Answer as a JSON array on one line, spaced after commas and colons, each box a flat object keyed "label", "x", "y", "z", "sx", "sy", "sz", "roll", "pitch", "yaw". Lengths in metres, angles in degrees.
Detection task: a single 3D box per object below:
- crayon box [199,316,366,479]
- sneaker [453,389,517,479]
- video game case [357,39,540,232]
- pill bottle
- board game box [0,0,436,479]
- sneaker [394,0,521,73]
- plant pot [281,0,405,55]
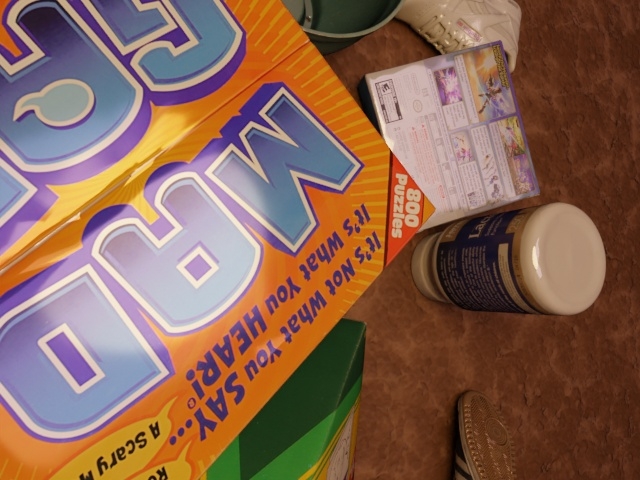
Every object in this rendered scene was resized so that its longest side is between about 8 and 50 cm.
[{"label": "crayon box", "x": -0.045, "y": 0.305, "z": 0.466, "sx": 0.313, "sy": 0.106, "sz": 0.362, "roll": -60, "pitch": 155, "yaw": -56}, {"label": "sneaker", "x": 0.253, "y": 0.409, "z": 0.792, "sx": 0.099, "sy": 0.153, "sz": 0.282, "roll": 12, "pitch": 50, "yaw": -22}, {"label": "video game case", "x": 0.217, "y": -0.171, "z": 0.802, "sx": 0.245, "sy": 0.061, "sz": 0.269, "roll": -17, "pitch": 95, "yaw": -8}, {"label": "pill bottle", "x": 0.270, "y": 0.035, "z": 0.733, "sx": 0.153, "sy": 0.265, "sz": 0.153, "roll": 3, "pitch": 83, "yaw": -27}, {"label": "board game box", "x": -0.198, "y": -0.027, "z": 0.462, "sx": 0.356, "sy": 0.356, "sz": 0.356, "roll": -45, "pitch": 104, "yaw": -22}, {"label": "sneaker", "x": 0.247, "y": -0.380, "z": 0.845, "sx": 0.306, "sy": 0.114, "sz": 0.151, "roll": 4, "pitch": 82, "yaw": -26}, {"label": "plant pot", "x": -0.047, "y": -0.381, "z": 0.659, "sx": 0.294, "sy": 0.196, "sz": 0.292, "roll": 2, "pitch": 85, "yaw": -26}]
